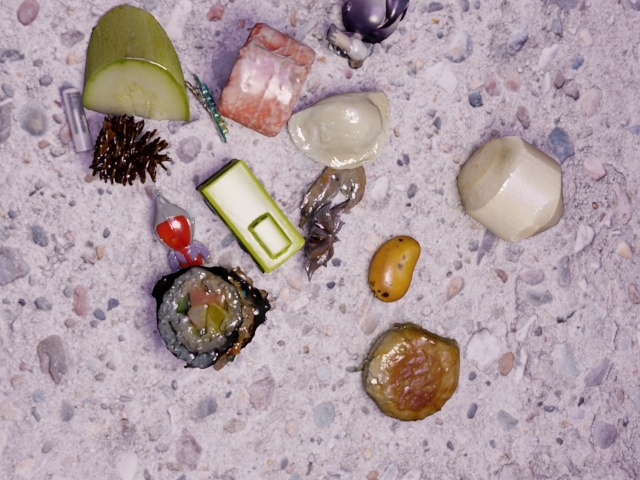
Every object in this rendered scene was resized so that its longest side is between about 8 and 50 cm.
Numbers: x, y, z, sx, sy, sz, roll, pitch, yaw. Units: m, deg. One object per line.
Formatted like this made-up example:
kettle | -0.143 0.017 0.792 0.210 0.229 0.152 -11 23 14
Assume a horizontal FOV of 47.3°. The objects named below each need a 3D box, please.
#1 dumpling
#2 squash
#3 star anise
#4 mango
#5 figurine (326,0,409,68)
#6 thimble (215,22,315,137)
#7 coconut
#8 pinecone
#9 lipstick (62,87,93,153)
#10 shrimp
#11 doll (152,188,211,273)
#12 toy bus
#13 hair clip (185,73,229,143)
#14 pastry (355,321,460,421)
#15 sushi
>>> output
dumpling | 0.054 -0.258 1.734 0.252 0.131 0.179 -14 103 -10
squash | -0.408 -0.398 1.646 0.237 0.155 0.204 3 130 -14
star anise | 0.000 0.000 1.723 0.061 0.204 0.180 20 65 16
mango | 0.181 0.067 1.809 0.115 0.090 0.178 24 84 -26
figurine | 0.120 -0.527 1.726 0.145 0.145 0.222 34 89 -15
thimble | -0.126 -0.352 1.616 0.162 0.239 0.239 25 87 -12
coconut | 0.485 -0.121 1.807 0.266 0.237 0.237 37 84 -15
pinecone | -0.409 -0.191 1.592 0.165 0.163 0.162 14 90 -25
lipstick | -0.536 -0.265 1.611 0.040 0.040 0.141 -13 96 -15
shrimp | 0.031 -0.104 1.782 0.126 0.047 0.223 43 81 -24
doll | -0.326 -0.015 1.667 0.102 0.075 0.227 -26 110 -3
toy bus | -0.156 -0.051 1.675 0.128 0.150 0.262 -39 103 -8
hair clip | -0.253 -0.305 1.685 0.049 0.049 0.173 -32 100 -12
pastry | 0.224 0.329 1.825 0.257 0.121 0.235 22 92 -18
sushi | -0.240 0.165 1.651 0.238 0.219 0.225 -33 78 22
